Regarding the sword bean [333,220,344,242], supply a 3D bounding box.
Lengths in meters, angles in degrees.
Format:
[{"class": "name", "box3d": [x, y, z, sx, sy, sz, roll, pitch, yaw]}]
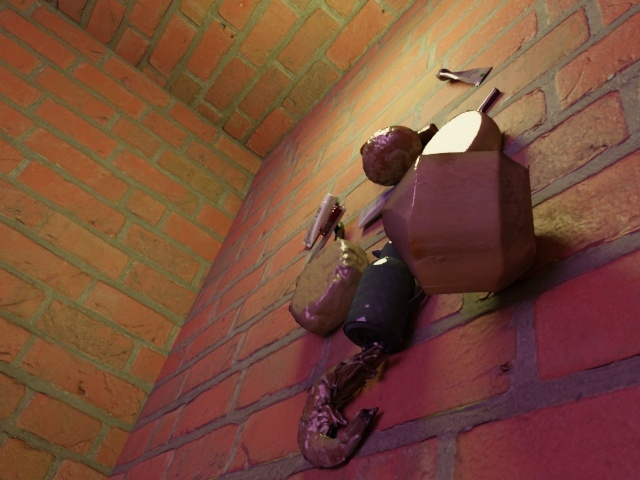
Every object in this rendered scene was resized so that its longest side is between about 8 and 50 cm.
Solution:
[{"class": "sword bean", "box3d": [0.064, 0.006, 1.953, 0.043, 0.038, 0.269, -58, 15, 32]}]

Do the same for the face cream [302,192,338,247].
[{"class": "face cream", "box3d": [-0.004, -0.084, 2.252, 0.243, 0.058, 0.092, -62, 25, -2]}]

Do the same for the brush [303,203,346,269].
[{"class": "brush", "box3d": [0.000, 0.000, 2.029, 0.320, 0.050, 0.060, -61, 18, 18]}]

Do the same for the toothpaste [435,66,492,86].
[{"class": "toothpaste", "box3d": [0.495, -0.587, 1.906, 0.075, 0.048, 0.301, -29, 24, -8]}]

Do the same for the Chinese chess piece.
[{"class": "Chinese chess piece", "box3d": [0.389, -0.244, 1.502, 0.251, 0.097, 0.250, -46, 22, 24]}]

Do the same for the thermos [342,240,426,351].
[{"class": "thermos", "box3d": [0.176, 0.127, 1.336, 0.182, 0.145, 0.286, 2, 51, 30]}]

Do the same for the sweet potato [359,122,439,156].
[{"class": "sweet potato", "box3d": [0.282, -0.343, 1.928, 0.385, 0.109, 0.109, -4, 52, 51]}]

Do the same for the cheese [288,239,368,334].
[{"class": "cheese", "box3d": [0.021, 0.147, 1.705, 0.317, 0.115, 0.326, -61, 18, -17]}]

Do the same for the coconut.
[{"class": "coconut", "box3d": [0.275, -0.037, 1.089, 0.323, 0.323, 0.323, -47, 20, 23]}]

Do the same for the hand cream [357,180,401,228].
[{"class": "hand cream", "box3d": [0.208, -0.121, 1.802, 0.255, 0.048, 0.079, -36, 28, 45]}]

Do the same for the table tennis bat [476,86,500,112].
[{"class": "table tennis bat", "box3d": [0.466, -0.366, 1.648, 0.234, 0.022, 0.131, -53, 18, 13]}]

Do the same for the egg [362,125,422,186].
[{"class": "egg", "box3d": [0.238, -0.281, 1.778, 0.233, 0.195, 0.194, -41, 23, 41]}]

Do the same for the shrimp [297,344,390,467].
[{"class": "shrimp", "box3d": [0.058, 0.388, 1.273, 0.360, 0.085, 0.247, -53, 28, 17]}]
